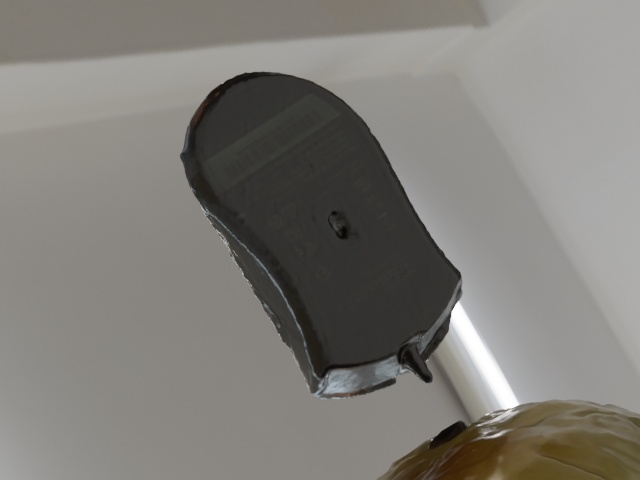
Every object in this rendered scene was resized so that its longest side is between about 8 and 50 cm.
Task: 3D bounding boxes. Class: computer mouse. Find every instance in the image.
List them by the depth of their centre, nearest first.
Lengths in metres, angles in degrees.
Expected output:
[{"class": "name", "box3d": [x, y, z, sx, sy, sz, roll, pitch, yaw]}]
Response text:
[{"class": "computer mouse", "box3d": [0.000, 0.000, 0.872, 0.147, 0.088, 0.264, -32, -93, -20]}]

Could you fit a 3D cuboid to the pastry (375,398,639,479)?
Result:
[{"class": "pastry", "box3d": [0.114, 0.270, 0.595, 0.312, 0.388, 0.388, 51, -150, 2]}]
